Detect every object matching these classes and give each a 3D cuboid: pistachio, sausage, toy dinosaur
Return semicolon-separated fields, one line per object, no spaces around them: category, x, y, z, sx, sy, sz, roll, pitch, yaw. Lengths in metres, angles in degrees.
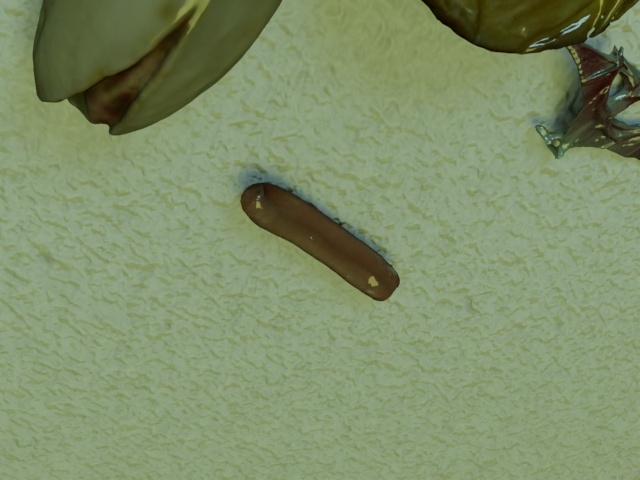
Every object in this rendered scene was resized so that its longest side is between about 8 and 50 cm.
pistachio;-0.106;-0.153;0.646;0.144;0.144;0.215;23;129;-30
sausage;0.000;0.000;0.870;0.043;0.043;0.186;-40;128;21
toy dinosaur;0.240;-0.106;0.844;0.108;0.032;0.220;-37;138;14

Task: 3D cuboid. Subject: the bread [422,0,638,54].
bread;0.144;-0.253;0.621;0.227;0.142;0.253;30;116;-31
